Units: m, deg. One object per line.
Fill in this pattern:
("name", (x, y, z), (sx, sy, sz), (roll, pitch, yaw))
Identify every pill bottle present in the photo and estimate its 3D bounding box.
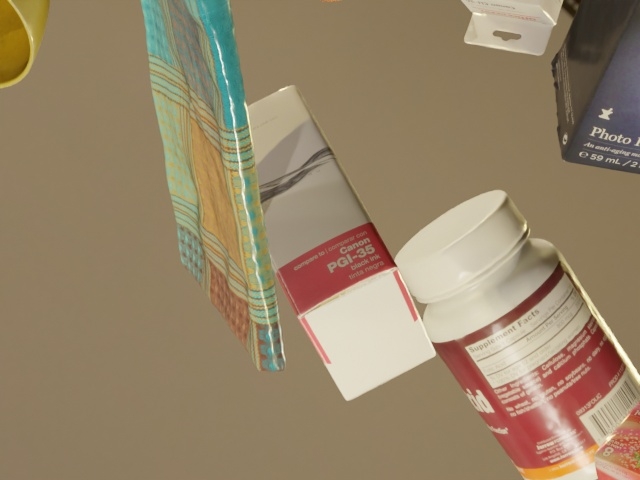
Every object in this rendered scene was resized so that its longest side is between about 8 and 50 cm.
("pill bottle", (0.286, 0.140, 1.967), (0.392, 0.224, 0.224), (56, -149, -10))

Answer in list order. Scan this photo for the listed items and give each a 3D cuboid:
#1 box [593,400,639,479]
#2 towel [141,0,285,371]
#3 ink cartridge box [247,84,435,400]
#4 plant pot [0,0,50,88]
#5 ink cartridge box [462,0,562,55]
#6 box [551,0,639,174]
("box", (0.478, 0.302, 1.572), (0.300, 0.154, 0.142), (20, -130, 40))
("towel", (-0.111, -0.092, 1.272), (0.040, 0.370, 0.271), (-15, -155, -16))
("ink cartridge box", (0.000, 0.000, 1.516), (0.283, 0.117, 0.207), (63, -179, 35))
("plant pot", (-0.254, -0.194, 1.030), (0.134, 0.134, 0.095), (35, -127, -16))
("ink cartridge box", (0.241, -0.334, 1.689), (0.115, 0.198, 0.067), (14, 173, 28))
("box", (0.446, -0.219, 1.547), (0.296, 0.294, 0.183), (9, -132, -6))
